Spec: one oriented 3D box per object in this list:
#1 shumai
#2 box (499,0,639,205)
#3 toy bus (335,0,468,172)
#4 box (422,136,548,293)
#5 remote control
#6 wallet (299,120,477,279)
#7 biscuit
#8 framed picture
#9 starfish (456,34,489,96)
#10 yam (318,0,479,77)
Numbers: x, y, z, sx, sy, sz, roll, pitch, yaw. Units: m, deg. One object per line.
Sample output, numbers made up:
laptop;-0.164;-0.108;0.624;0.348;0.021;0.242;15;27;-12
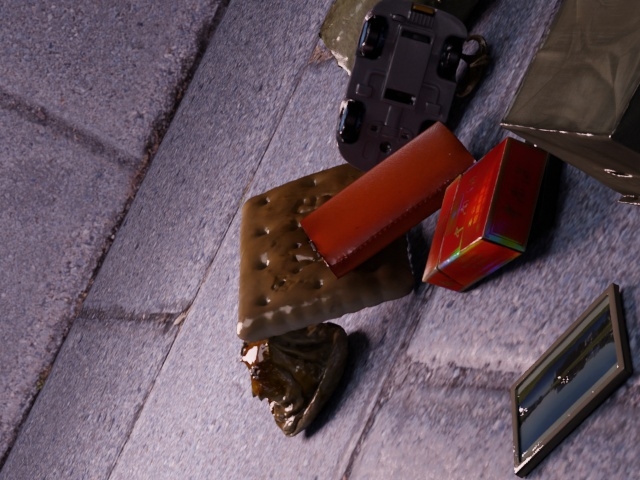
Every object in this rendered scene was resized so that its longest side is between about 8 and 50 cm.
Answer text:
shumai;-0.038;0.143;1.859;0.145;0.116;0.145;-56;16;25
box;0.272;-0.112;1.265;0.155;0.149;0.231;-61;16;0
toy bus;0.091;-0.185;1.935;0.136;0.126;0.210;-113;38;-79
box;0.160;-0.023;1.582;0.175;0.048;0.112;135;152;-67
remote control;0.225;-0.098;1.608;0.063;0.025;0.245;-45;24;48
wallet;0.079;-0.044;1.789;0.204;0.045;0.142;-36;27;1
biscuit;0.000;0.000;1.906;0.217;0.044;0.325;-16;28;9
framed picture;0.208;0.118;1.340;0.149;0.011;0.109;-51;20;33
starfish;0.181;-0.209;1.914;0.078;0.028;0.091;134;155;-60
yam;0.129;-0.330;2.039;0.304;0.168;0.168;-55;17;28
